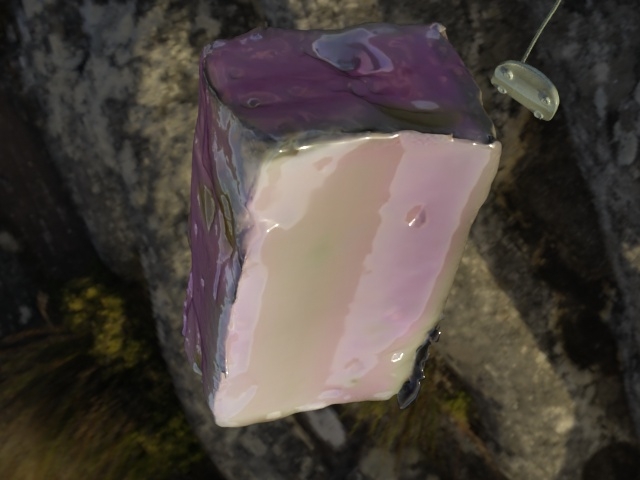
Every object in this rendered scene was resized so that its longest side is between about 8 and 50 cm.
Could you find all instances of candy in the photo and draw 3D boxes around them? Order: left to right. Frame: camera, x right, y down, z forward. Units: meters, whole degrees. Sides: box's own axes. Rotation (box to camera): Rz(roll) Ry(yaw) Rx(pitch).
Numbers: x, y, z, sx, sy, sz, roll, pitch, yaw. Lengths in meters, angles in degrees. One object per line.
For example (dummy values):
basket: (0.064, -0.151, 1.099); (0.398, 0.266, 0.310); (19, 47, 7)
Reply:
candy: (0.000, 0.000, 0.645); (0.265, 0.156, 0.115); (101, 158, -48)

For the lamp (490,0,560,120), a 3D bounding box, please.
lamp: (0.201, -0.185, 0.837); (0.056, 0.198, 0.050); (28, 158, 10)
